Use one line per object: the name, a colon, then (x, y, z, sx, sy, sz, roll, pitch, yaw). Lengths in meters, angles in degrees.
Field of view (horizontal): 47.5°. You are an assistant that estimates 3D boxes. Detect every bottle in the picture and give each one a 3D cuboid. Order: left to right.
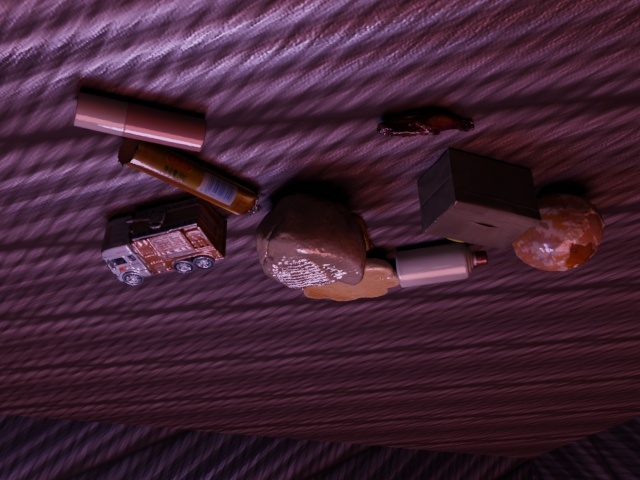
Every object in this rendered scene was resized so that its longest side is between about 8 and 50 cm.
bottle: (0.334, 0.063, 1.992, 0.245, 0.104, 0.104, -9, 149, 12)

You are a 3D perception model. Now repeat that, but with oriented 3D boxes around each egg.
egg: (0.576, -0.018, 1.782, 0.195, 0.195, 0.233, 24, 139, -37)

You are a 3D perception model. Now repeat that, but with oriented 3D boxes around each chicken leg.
chicken leg: (0.220, -0.240, 1.524, 0.205, 0.053, 0.093, 1, 173, 8)

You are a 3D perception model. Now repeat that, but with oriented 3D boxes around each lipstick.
lipstick: (-0.363, -0.239, 1.474, 0.254, 0.070, 0.070, 10, 148, -19)

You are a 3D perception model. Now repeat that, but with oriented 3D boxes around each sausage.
sausage: (-0.276, -0.136, 1.650, 0.371, 0.082, 0.082, 24, 141, -38)

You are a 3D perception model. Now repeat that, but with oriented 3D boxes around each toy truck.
toy truck: (-0.398, -0.004, 1.816, 0.305, 0.136, 0.162, -13, 141, 15)

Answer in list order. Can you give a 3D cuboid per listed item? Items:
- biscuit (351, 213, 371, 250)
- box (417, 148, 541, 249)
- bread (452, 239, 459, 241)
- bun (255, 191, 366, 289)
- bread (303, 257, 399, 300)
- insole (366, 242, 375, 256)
biscuit: (0.000, 0.000, 1.938, 0.254, 0.029, 0.172, -9, 146, 12)
box: (0.364, -0.089, 1.683, 0.231, 0.155, 0.149, 10, 148, -21)
bread: (0.350, -0.042, 1.808, 0.139, 0.130, 0.071, 5, 107, -21)
bun: (-0.022, -0.007, 1.755, 0.281, 0.205, 0.281, 0, 152, 0)
bread: (0.076, 0.108, 2.083, 0.316, 0.054, 0.316, -2, 156, -1)
insole: (0.053, 0.058, 2.066, 0.253, 0.005, 0.086, -26, 141, 35)
